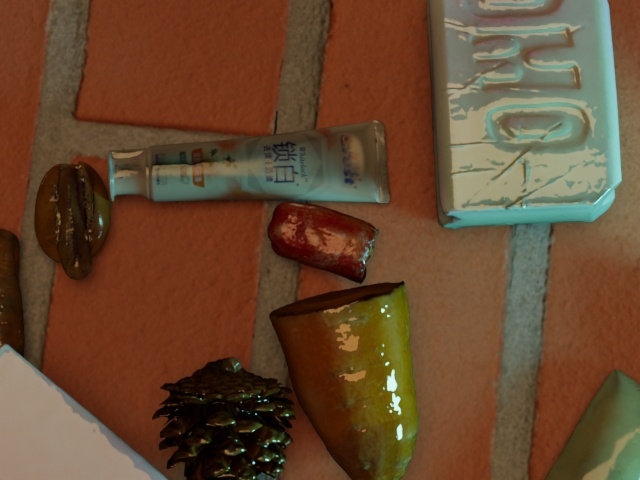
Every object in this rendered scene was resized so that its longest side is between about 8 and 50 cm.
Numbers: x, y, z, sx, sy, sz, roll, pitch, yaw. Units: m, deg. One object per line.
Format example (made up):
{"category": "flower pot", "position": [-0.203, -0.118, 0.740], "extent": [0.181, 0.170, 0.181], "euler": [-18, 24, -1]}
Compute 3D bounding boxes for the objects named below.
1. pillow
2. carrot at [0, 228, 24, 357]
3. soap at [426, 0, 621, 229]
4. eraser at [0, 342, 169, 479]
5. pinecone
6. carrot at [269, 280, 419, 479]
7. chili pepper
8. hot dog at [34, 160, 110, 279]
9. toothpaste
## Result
{"category": "pillow", "position": [0.323, 0.255, 1.942], "extent": [0.119, 0.053, 0.208], "euler": [31, 78, 5]}
{"category": "carrot", "position": [-0.369, 0.075, 1.996], "extent": [0.060, 0.060, 0.186], "euler": [-3, 79, 1]}
{"category": "soap", "position": [0.230, -0.194, 2.003], "extent": [0.208, 0.115, 0.347], "euler": [-2, 78, 1]}
{"category": "eraser", "position": [-0.292, 0.326, 1.882], "extent": [0.359, 0.122, 0.272], "euler": [39, 75, -2]}
{"category": "pinecone", "position": [-0.103, 0.213, 1.912], "extent": [0.173, 0.173, 0.174], "euler": [0, 79, 2]}
{"category": "carrot", "position": [0.048, 0.163, 1.933], "extent": [0.159, 0.159, 0.225], "euler": [-17, 89, -2]}
{"category": "chili pepper", "position": [0.000, 0.000, 1.996], "extent": [0.123, 0.070, 0.073], "euler": [17, 122, 2]}
{"category": "hot dog", "position": [-0.289, -0.023, 2.013], "extent": [0.090, 0.060, 0.140], "euler": [3, 82, 7]}
{"category": "toothpaste", "position": [-0.083, -0.083, 2.020], "extent": [0.323, 0.066, 0.100], "euler": [-4, 79, -4]}
